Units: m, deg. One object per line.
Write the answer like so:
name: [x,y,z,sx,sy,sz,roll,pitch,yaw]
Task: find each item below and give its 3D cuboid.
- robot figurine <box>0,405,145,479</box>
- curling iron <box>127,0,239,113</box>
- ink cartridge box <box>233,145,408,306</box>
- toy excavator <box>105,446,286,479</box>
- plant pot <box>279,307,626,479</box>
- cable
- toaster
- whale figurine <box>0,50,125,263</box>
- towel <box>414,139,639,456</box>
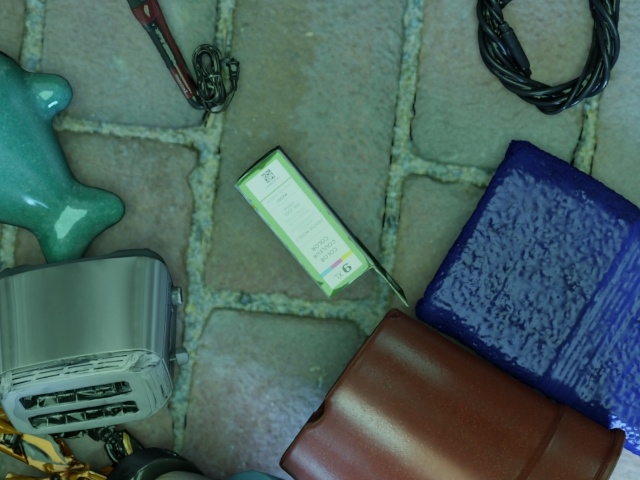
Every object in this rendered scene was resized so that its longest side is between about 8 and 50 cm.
robot figurine: [-0.325,0.251,1.659,0.291,0.085,0.211,25,93,-3]
curling iron: [-0.172,-0.253,1.646,0.068,0.035,0.274,-35,95,-2]
ink cartridge box: [0.000,0.000,1.633,0.062,0.109,0.209,-40,95,3]
toy excavator: [-0.040,0.471,1.608,0.445,0.222,0.433,22,86,-26]
plant pot: [0.120,0.222,1.590,0.265,0.272,0.272,37,93,4]
cable: [0.238,-0.224,1.650,0.150,0.047,0.184,4,95,-1]
toaster: [-0.249,0.105,1.604,0.227,0.129,0.146,-8,54,-1]
whale figurine: [-0.331,-0.082,1.604,0.272,0.141,0.216,43,92,-4]
towel: [0.278,0.061,1.666,0.308,0.076,0.228,32,88,-4]
